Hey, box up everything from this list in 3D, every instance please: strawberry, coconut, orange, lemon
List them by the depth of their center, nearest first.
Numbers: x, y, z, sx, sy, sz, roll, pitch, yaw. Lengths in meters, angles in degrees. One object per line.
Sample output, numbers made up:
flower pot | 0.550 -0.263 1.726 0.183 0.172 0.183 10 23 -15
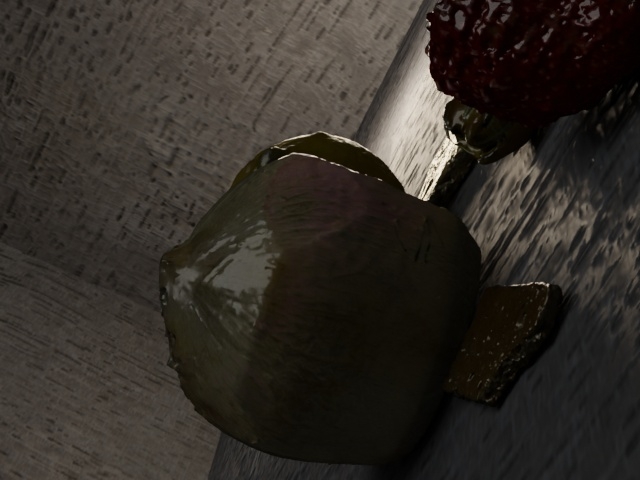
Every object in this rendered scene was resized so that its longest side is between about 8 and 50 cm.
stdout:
strawberry | 0.253 -0.235 1.249 0.261 0.257 0.261 -44 -26 -28
coconut | -0.025 0.087 1.485 0.404 0.404 0.405 -155 90 -84
orange | 0.232 -0.172 1.544 0.160 0.112 0.170 -39 49 53
lemon | 0.000 0.002 1.839 0.336 0.336 0.336 -155 90 -84

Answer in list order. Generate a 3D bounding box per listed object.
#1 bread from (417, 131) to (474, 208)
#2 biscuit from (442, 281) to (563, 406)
bread | 0.207 -0.121 1.905 0.182 0.039 0.251 -77 12 -60
biscuit | 0.185 0.107 1.213 0.237 0.026 0.131 161 132 -81
